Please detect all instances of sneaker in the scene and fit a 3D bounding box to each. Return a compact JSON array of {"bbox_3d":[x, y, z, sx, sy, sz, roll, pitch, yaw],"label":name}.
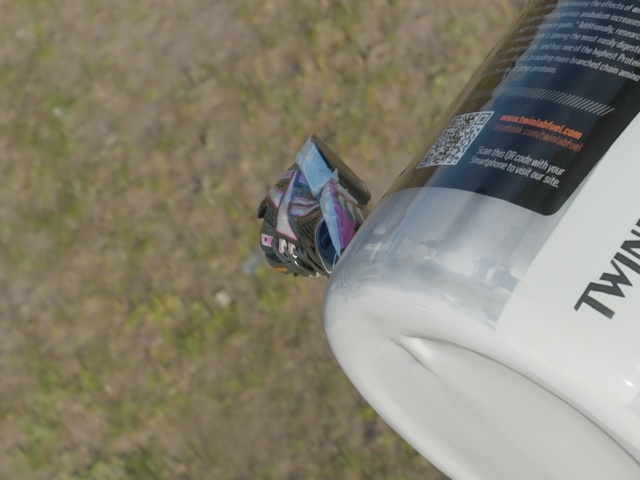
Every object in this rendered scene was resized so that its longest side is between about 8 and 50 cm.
[{"bbox_3d":[0.000,0.000,1.270,0.077,0.072,0.178,-44,19,10],"label":"sneaker"}]

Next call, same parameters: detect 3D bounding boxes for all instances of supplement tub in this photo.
[{"bbox_3d":[0.171,-0.042,0.823,0.207,0.207,0.338,21,65,37],"label":"supplement tub"}]
